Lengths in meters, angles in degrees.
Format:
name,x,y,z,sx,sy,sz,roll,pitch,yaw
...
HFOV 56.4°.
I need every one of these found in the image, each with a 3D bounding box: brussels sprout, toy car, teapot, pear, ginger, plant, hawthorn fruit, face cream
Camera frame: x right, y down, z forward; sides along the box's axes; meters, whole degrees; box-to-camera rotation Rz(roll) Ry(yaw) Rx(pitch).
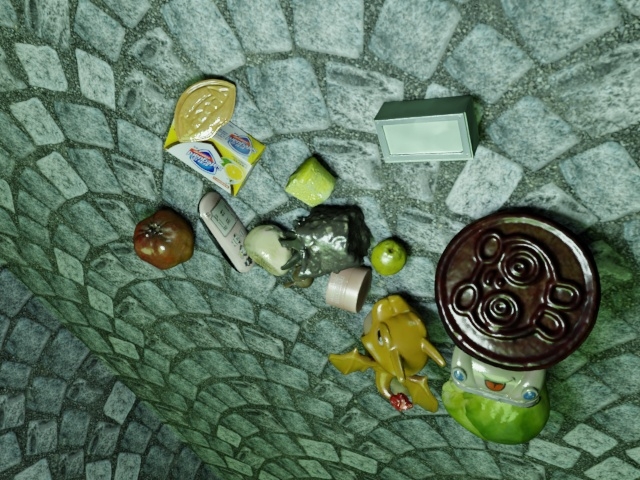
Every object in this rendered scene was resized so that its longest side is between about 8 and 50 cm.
name,x,y,z,sx,sy,sz,roll,pitch,yaw
brussels sprout,0.571,0.476,1.888,0.315,0.276,0.371,32,135,18
toy car,0.503,0.245,1.607,0.242,0.336,0.226,13,149,19
teapot,-0.082,0.132,2.051,0.085,0.110,0.080,55,178,43
pear,0.206,0.052,1.791,0.107,0.107,0.131,21,150,11
ginger,0.301,0.537,2.252,0.137,0.074,0.213,-1,127,44
plant,0.000,0.000,1.799,0.276,0.199,0.188,-9,120,32
hawthorn fruit,-0.552,0.012,2.135,0.208,0.208,0.248,19,158,13
face cream,0.091,0.149,1.918,0.104,0.149,0.149,16,138,17

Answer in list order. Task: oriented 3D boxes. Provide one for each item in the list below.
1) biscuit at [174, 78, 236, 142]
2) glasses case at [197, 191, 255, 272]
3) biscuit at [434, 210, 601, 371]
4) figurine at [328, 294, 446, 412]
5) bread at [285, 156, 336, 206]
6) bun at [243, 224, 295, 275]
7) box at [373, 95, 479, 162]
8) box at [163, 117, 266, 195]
name,x,y,z,sx,sy,sz,roll,pitch,yaw
biscuit,-0.322,-0.359,1.645,0.221,0.029,0.142,-39,98,11
glasses case,-0.310,-0.023,2.001,0.075,0.122,0.314,-10,126,30
biscuit,0.485,0.123,1.495,0.407,0.407,0.091,13,176,19
figurine,0.263,0.382,1.970,0.401,0.268,0.387,34,155,13
bread,-0.027,-0.168,1.694,0.114,0.111,0.129,39,157,-17
bun,-0.160,0.026,1.960,0.178,0.128,0.193,38,164,0
box,0.257,-0.265,1.444,0.225,0.086,0.129,2,132,29
box,-0.314,-0.274,1.765,0.265,0.097,0.168,36,139,-6
